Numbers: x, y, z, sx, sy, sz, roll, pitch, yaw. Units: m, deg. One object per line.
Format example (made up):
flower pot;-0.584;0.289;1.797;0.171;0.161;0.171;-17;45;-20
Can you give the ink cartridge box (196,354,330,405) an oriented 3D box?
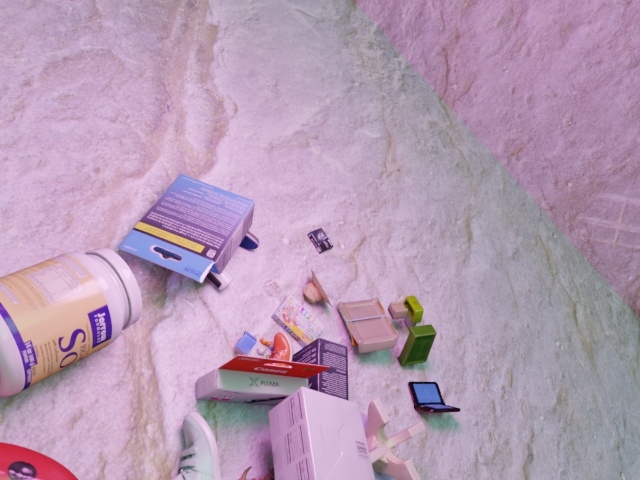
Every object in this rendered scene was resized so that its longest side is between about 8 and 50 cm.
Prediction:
ink cartridge box;-0.148;0.370;1.494;0.275;0.239;0.060;15;58;-31

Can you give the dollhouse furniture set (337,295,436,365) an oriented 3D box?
dollhouse furniture set;0.208;0.313;1.958;0.302;0.151;0.197;-4;41;-22

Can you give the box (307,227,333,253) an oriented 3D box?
box;0.000;0.000;2.048;0.067;0.018;0.083;-22;75;-45

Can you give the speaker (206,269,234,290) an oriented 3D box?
speaker;-0.321;0.084;1.701;0.136;0.055;0.055;46;43;-3

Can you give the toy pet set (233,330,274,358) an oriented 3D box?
toy pet set;-0.182;0.308;1.643;0.114;0.065;0.122;41;43;-8

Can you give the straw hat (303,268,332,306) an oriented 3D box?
straw hat;-0.022;0.168;1.873;0.061;0.144;0.144;-29;77;-4

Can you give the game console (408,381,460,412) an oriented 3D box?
game console;0.382;0.525;1.932;0.144;0.124;0.085;9;81;-34

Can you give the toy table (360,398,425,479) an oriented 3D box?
toy table;0.176;0.601;1.651;0.252;0.161;0.274;-27;78;-47

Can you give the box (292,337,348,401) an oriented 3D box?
box;-0.005;0.408;1.650;0.108;0.153;0.207;22;50;-27

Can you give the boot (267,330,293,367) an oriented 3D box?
boot;-0.124;0.336;1.657;0.085;0.059;0.157;11;63;-41

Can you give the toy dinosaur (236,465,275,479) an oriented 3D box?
toy dinosaur;-0.058;0.650;1.460;0.296;0.127;0.200;9;48;-41

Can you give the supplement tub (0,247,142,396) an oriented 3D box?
supplement tub;-0.597;0.166;1.281;0.331;0.241;0.241;-29;80;-46

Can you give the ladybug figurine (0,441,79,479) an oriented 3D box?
ladybug figurine;-0.628;0.516;1.060;0.450;0.162;0.304;18;50;-29

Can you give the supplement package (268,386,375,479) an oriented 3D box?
supplement package;0.003;0.530;1.419;0.204;0.145;0.261;27;34;-33

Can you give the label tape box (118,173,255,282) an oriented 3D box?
label tape box;-0.370;-0.017;1.638;0.249;0.115;0.347;21;47;5

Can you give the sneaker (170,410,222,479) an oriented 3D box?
sneaker;-0.320;0.535;1.347;0.151;0.094;0.255;-2;60;-36

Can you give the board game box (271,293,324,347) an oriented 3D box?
board game box;-0.070;0.254;1.801;0.154;0.026;0.103;44;42;-5

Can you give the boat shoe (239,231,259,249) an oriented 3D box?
boat shoe;-0.268;-0.041;1.827;0.183;0.066;0.066;34;43;-15
